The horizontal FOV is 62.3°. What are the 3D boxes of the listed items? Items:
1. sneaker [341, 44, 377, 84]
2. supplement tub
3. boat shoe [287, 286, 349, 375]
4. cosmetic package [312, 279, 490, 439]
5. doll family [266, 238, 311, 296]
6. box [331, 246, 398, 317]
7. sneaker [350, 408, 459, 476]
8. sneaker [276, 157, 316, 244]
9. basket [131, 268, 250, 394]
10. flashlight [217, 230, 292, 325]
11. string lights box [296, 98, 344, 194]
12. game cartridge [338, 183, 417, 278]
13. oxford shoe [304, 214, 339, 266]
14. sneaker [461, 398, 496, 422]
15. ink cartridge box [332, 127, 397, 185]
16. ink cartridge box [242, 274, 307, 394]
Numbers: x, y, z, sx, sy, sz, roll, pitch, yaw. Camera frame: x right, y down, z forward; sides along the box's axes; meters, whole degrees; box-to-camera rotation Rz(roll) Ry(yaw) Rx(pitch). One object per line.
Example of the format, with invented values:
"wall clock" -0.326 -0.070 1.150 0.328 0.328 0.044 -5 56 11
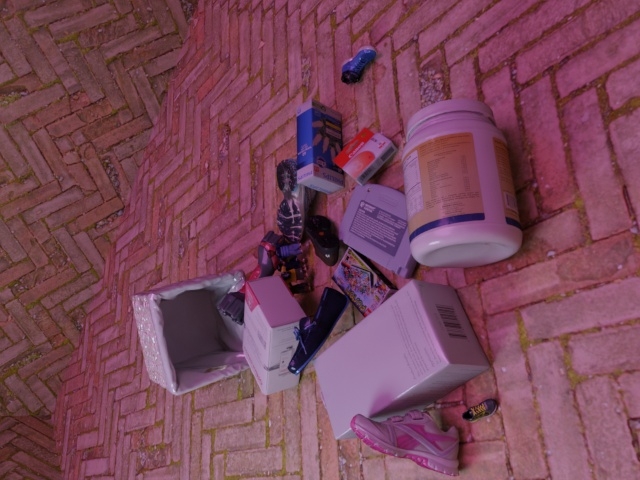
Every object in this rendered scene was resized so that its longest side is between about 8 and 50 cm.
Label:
"sneaker" 0.115 -0.528 1.615 0.152 0.058 0.085 -11 65 53
"supplement tub" 0.295 -0.117 1.140 0.228 0.228 0.316 -22 62 45
"boat shoe" -0.023 0.236 1.405 0.258 0.089 0.109 -54 -1 -35
"cosmetic package" 0.169 0.288 1.236 0.385 0.156 0.217 -45 48 35
"doll family" -0.101 0.088 1.641 0.076 0.111 0.193 82 175 -56
"box" 0.117 0.119 1.441 0.207 0.036 0.114 47 116 46
"sneaker" 0.187 0.415 1.142 0.103 0.252 0.111 129 162 -69
"sneaker" -0.060 -0.124 1.685 0.110 0.122 0.283 21 119 39
"basket" -0.411 0.290 1.755 0.266 0.328 0.331 -9 94 55
"flashlight" -0.212 0.113 1.692 0.103 0.103 0.304 13 60 48
"string lights box" -0.002 -0.286 1.629 0.076 0.133 0.260 -20 65 43
"game cartridge" 0.171 -0.042 1.411 0.294 0.060 0.196 33 109 50
"oxford shoe" 0.000 0.000 1.583 0.227 0.082 0.096 -110 13 -55
"sneaker" 0.331 0.358 1.107 0.083 0.035 0.031 -49 47 30
"ink cartridge box" 0.116 -0.254 1.512 0.145 0.045 0.179 -46 44 4
"ink cartridge box" -0.143 0.279 1.569 0.207 0.117 0.283 52 143 45
